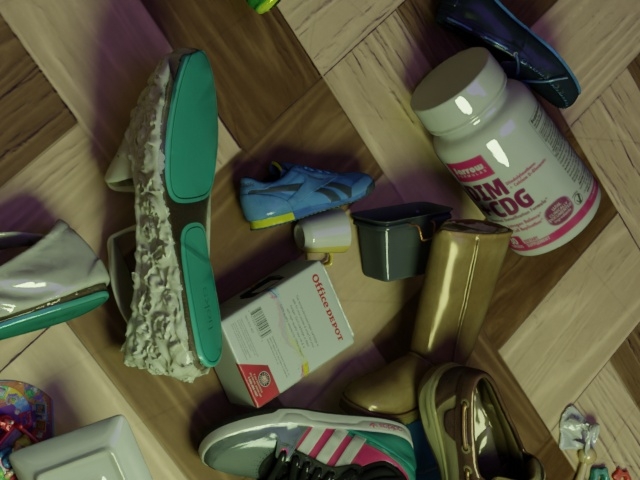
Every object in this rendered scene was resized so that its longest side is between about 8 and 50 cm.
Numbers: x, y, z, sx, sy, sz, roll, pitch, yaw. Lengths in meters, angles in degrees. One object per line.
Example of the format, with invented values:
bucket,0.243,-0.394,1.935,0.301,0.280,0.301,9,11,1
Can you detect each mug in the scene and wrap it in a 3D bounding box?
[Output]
mug,0.001,-0.003,1.931,0.064,0.062,0.078,-9,88,-27

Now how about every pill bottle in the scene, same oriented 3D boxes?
pill bottle,0.262,-0.127,2.052,0.283,0.160,0.160,49,64,-23

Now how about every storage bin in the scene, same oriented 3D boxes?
storage bin,0.119,0.003,1.997,0.135,0.098,0.091,-12,106,-34

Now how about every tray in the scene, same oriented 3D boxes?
tray,-0.251,0.344,1.702,0.145,0.030,0.270,-20,111,-1

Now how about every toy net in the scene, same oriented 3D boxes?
toy net,0.440,0.358,2.234,0.122,0.045,0.232,-26,104,-32

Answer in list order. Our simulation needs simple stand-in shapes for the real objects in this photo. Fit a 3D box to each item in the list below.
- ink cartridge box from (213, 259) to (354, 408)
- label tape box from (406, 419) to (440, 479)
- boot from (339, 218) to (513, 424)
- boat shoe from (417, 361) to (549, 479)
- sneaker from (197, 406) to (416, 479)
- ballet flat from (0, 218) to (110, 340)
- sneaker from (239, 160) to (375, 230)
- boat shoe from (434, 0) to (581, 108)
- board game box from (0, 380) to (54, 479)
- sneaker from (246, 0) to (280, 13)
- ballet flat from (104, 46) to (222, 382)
ink cartridge box,-0.058,0.120,1.877,0.175,0.072,0.127,-31,106,-31
label tape box,0.117,0.440,1.968,0.249,0.115,0.348,-12,97,-34
boot,0.141,0.106,1.959,0.236,0.089,0.270,-5,114,-47
boat shoe,0.237,0.324,1.919,0.123,0.123,0.342,-22,100,-34
sneaker,-0.003,0.318,1.827,0.295,0.124,0.178,4,44,-21
ballet flat,-0.423,0.075,1.608,0.400,0.139,0.139,-22,102,-37
sneaker,-0.015,-0.075,1.914,0.209,0.069,0.082,-17,95,-34
boat shoe,0.265,-0.270,2.109,0.258,0.109,0.089,38,75,-11
board game box,-0.366,0.249,1.685,0.133,0.033,0.169,-2,90,-35
sneaker,-0.070,-0.440,1.879,0.123,0.109,0.296,9,85,-11
ballet flat,-0.201,-0.030,1.747,0.147,0.147,0.409,-1,89,-35
